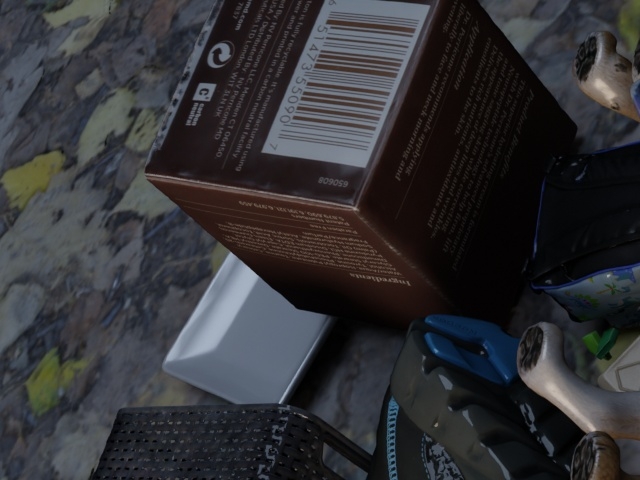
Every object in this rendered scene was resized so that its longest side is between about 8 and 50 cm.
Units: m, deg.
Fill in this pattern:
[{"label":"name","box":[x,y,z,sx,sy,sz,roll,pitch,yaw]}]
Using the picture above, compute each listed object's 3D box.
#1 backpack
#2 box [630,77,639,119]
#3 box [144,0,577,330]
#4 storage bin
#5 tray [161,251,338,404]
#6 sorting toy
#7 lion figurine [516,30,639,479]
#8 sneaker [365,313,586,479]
[{"label":"backpack","box":[0.191,-0.006,1.174,0.114,0.084,0.105,-18,48,44]},{"label":"box","box":[0.340,0.066,0.743,0.212,0.293,0.395,-33,35,-9]},{"label":"box","box":[0.030,-0.057,1.258,0.167,0.203,0.168,9,68,35]},{"label":"storage bin","box":[-0.051,0.168,1.253,0.180,0.122,0.084,-5,56,44]},{"label":"tray","box":[0.000,0.000,1.418,0.145,0.030,0.270,18,74,52]},{"label":"sorting toy","box":[0.191,0.071,1.152,0.062,0.012,0.083,-49,59,11]},{"label":"lion figurine","box":[0.243,0.019,1.030,0.142,0.240,0.392,168,119,-70]},{"label":"sneaker","box":[0.127,0.189,1.083,0.140,0.125,0.341,-67,32,27]}]
